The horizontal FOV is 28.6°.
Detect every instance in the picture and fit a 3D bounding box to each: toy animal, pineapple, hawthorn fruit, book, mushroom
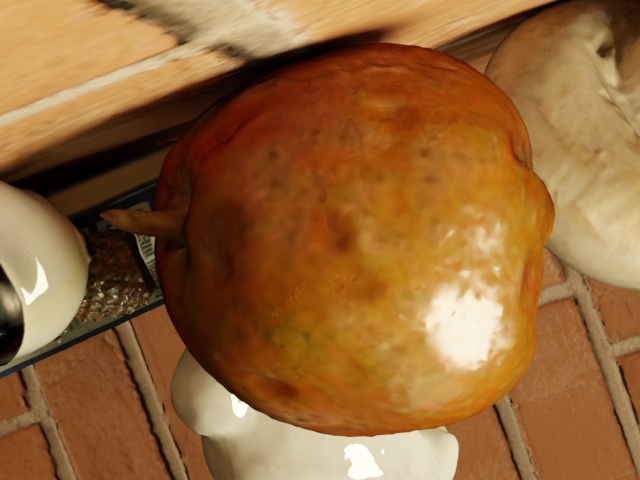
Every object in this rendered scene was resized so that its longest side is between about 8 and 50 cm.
[{"bbox_3d":[0.005,0.044,1.086,0.241,0.367,0.196,28,155,-35],"label":"toy animal"},{"bbox_3d":[-0.212,0.045,0.977,0.159,0.074,0.074,-23,-179,-1],"label":"pineapple"},{"bbox_3d":[0.000,0.000,0.845,0.298,0.276,0.277,7,169,-24],"label":"hawthorn fruit"},{"bbox_3d":[-0.273,0.055,1.087,0.428,0.039,0.300,-24,162,-12],"label":"book"},{"bbox_3d":[0.290,-0.111,1.077,0.298,0.297,0.290,-21,155,-36],"label":"mushroom"},{"bbox_3d":[-0.254,0.033,0.867,0.166,0.138,0.179,-33,-178,40],"label":"toy animal"}]

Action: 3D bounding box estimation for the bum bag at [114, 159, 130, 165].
[{"bbox_3d":[-0.249,-0.005,1.182,0.310,0.074,0.137,-26,167,24],"label":"bum bag"}]
